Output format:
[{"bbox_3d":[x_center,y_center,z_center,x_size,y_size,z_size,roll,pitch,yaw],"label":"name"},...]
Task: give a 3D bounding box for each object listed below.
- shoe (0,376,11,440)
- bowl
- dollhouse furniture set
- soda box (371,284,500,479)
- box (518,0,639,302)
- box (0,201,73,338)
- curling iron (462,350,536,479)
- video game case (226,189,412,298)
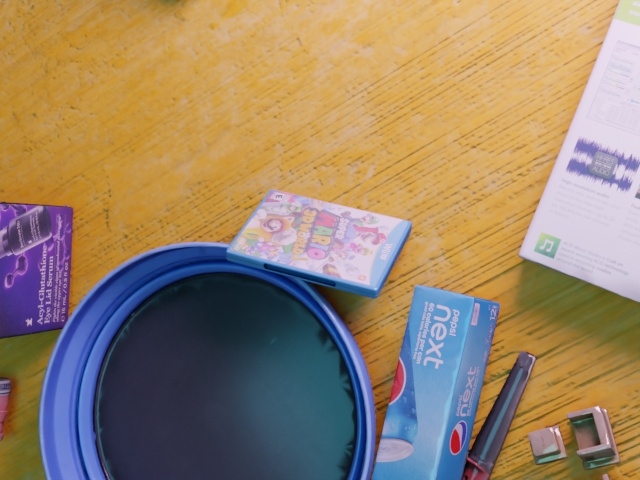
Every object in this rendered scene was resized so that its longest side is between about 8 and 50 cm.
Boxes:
[{"bbox_3d":[-0.469,0.203,1.179,0.178,0.063,0.081,5,88,13],"label":"shoe"},{"bbox_3d":[-0.123,0.197,1.048,0.391,0.077,0.391,-1,86,19],"label":"bowl"},{"bbox_3d":[0.223,0.271,0.970,0.182,0.101,0.161,-18,61,18],"label":"dollhouse furniture set"},{"bbox_3d":[0.118,0.156,0.974,0.071,0.067,0.210,12,89,35],"label":"soda box"},{"bbox_3d":[0.360,-0.090,0.919,0.232,0.058,0.322,23,99,15],"label":"box"},{"bbox_3d":[-0.381,0.031,1.072,0.108,0.207,0.153,4,92,17],"label":"box"},{"bbox_3d":[0.151,0.236,1.001,0.068,0.035,0.274,32,100,14],"label":"curling iron"},{"bbox_3d":[0.000,0.000,1.007,0.166,0.119,0.015,14,131,16],"label":"video game case"}]
